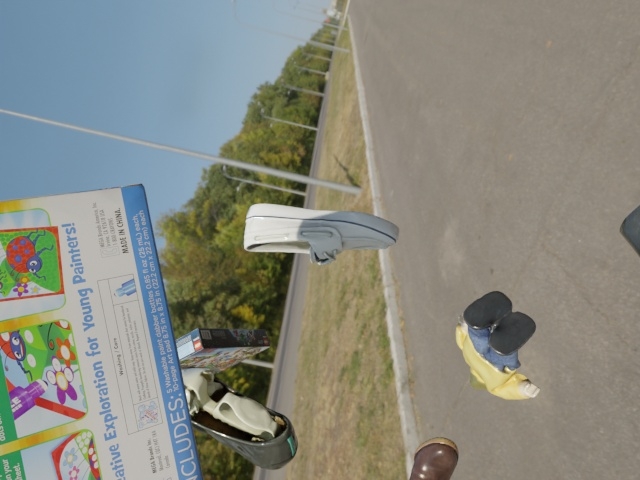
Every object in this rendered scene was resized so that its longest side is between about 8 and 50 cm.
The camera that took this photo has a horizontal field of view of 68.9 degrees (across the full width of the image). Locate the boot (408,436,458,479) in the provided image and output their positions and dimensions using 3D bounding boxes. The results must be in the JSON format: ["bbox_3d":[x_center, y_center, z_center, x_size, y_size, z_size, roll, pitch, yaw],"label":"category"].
[{"bbox_3d":[0.211,0.545,0.939,0.207,0.090,0.248,-63,-7,-59],"label":"boot"}]

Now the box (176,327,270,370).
[{"bbox_3d":[-0.238,0.242,1.005,0.233,0.159,0.044,21,-138,-60],"label":"box"}]

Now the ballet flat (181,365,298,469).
[{"bbox_3d":[-0.158,0.248,0.714,0.095,0.280,0.096,-57,-18,-47],"label":"ballet flat"}]

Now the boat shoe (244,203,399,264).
[{"bbox_3d":[0.000,0.000,0.780,0.095,0.258,0.084,75,-158,-69],"label":"boat shoe"}]

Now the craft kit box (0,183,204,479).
[{"bbox_3d":[-0.228,0.100,0.322,0.061,0.246,0.250,-10,91,60],"label":"craft kit box"}]

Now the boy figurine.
[{"bbox_3d":[0.314,0.210,0.831,0.177,0.092,0.285,48,170,38],"label":"boy figurine"}]

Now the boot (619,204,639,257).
[{"bbox_3d":[0.588,0.142,0.707,0.367,0.146,0.445,-41,52,37],"label":"boot"}]
